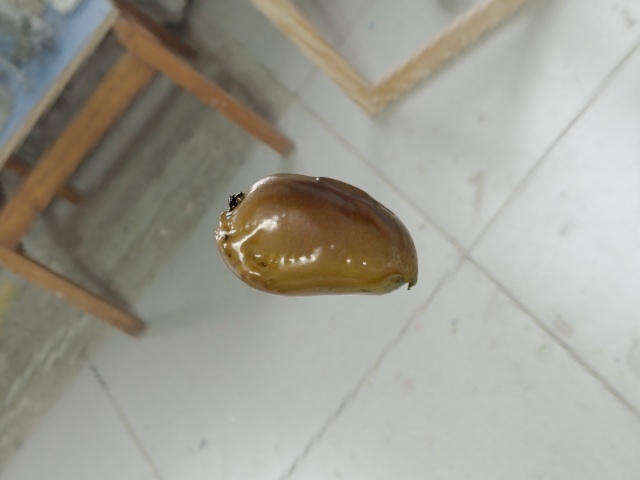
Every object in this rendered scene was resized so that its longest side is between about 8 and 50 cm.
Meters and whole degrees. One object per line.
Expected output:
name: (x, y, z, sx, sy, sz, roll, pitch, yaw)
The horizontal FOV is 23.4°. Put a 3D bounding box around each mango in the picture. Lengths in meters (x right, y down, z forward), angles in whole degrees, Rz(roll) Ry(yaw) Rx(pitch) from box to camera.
mango: (0.000, 0.000, 0.941, 0.127, 0.063, 0.077, 10, 84, 9)
